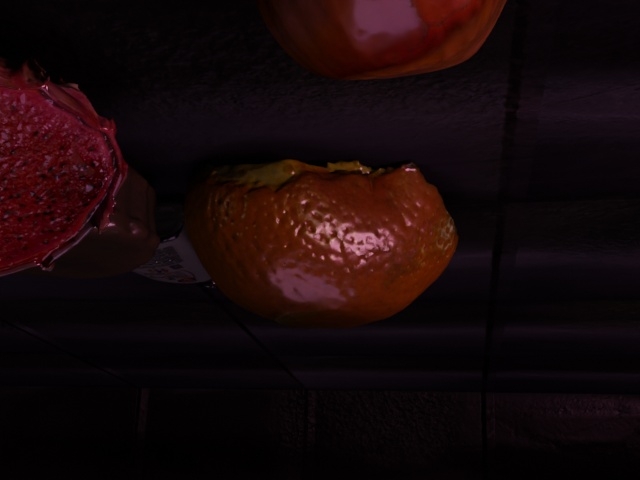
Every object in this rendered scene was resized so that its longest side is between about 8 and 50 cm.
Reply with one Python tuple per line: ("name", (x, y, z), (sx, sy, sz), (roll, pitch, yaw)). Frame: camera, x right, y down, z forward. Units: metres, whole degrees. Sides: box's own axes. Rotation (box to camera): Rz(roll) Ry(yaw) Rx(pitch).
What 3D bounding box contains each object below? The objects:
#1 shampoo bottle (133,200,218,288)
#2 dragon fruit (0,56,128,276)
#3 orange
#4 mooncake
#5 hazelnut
("shampoo bottle", (-0.202, 0.018, 1.326), (0.153, 0.071, 0.284), (-6, 163, 17))
("dragon fruit", (-0.282, -0.076, 0.910), (0.161, 0.126, 0.274), (5, 133, -30))
("orange", (-0.002, 0.010, 1.145), (0.335, 0.196, 0.262), (3, 177, -25))
("mooncake", (-0.304, -0.033, 1.097), (0.228, 0.124, 0.228), (-3, 161, -1))
("hazelnut", (0.040, -0.183, 0.548), (0.182, 0.182, 0.182), (2, 162, 1))
